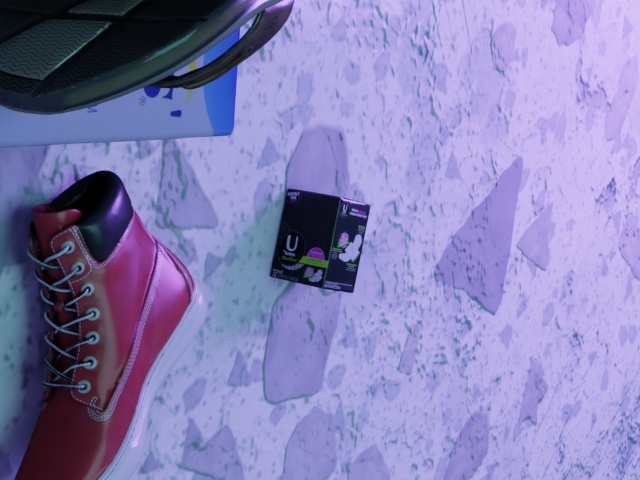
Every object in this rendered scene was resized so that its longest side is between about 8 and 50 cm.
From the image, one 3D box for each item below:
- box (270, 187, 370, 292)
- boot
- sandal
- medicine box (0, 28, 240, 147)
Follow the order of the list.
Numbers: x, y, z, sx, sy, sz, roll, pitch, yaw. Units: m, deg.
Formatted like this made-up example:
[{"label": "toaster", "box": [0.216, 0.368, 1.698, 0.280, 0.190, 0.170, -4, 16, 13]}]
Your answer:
[{"label": "box", "box": [0.000, 0.000, 1.251, 0.052, 0.062, 0.083, 13, 89, -54]}, {"label": "boot", "box": [-0.183, 0.076, 0.991, 0.176, 0.088, 0.244, 60, 43, -44]}, {"label": "sandal", "box": [-0.070, -0.136, 0.808, 0.303, 0.120, 0.086, -38, 143, -44]}, {"label": "medicine box", "box": [-0.186, -0.196, 0.850, 0.289, 0.149, 0.263, -9, 107, -54]}]
